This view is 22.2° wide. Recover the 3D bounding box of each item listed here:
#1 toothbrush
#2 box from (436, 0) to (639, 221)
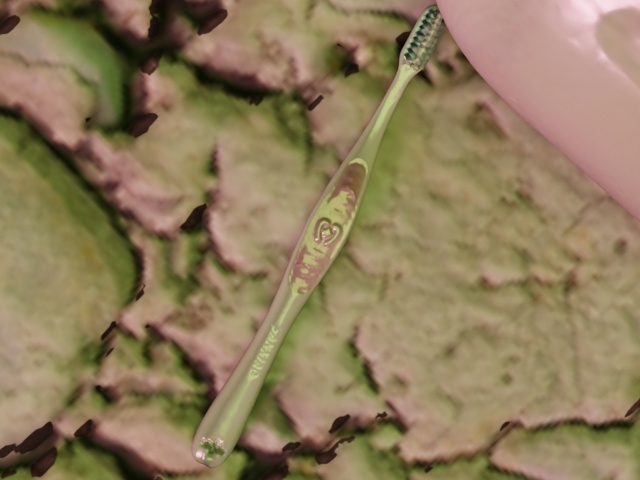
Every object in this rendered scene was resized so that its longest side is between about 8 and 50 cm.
[{"bbox_3d":[0.000,0.000,0.638,0.017,0.022,0.204,27,99,-4],"label":"toothbrush"},{"bbox_3d":[0.216,-0.105,0.501,0.288,0.141,0.349,39,137,-9],"label":"box"}]
